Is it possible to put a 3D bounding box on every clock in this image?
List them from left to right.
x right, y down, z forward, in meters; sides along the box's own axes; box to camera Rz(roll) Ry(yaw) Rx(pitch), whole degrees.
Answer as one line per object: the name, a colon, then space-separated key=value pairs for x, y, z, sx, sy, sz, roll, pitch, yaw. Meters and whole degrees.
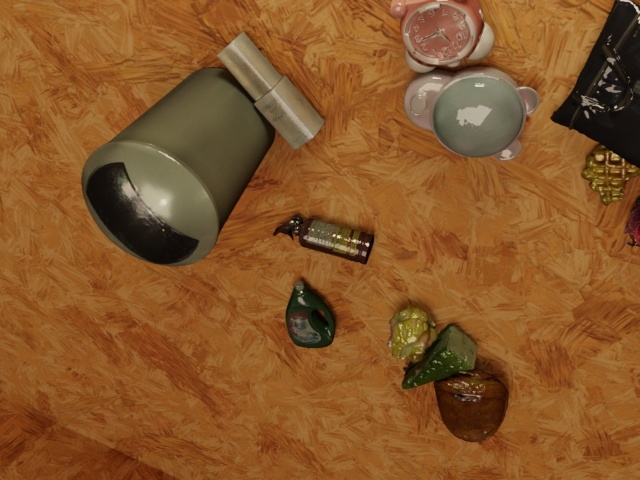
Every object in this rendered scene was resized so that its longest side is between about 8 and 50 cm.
clock: x=0.218 y=-0.386 z=1.186 sx=0.165 sy=0.093 sz=0.162 roll=-8 pitch=133 yaw=26

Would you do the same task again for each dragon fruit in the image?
dragon fruit: x=0.646 y=-0.033 z=1.289 sx=0.102 sy=0.096 sz=0.147 roll=31 pitch=90 yaw=-9

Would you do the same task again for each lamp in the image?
lamp: x=0.275 y=-0.243 z=1.261 sx=0.246 sy=0.108 sz=0.180 roll=18 pitch=128 yaw=8

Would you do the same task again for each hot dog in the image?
hot dog: x=0.397 y=0.432 z=1.760 sx=0.196 sy=0.122 sz=0.272 roll=3 pitch=142 yaw=21

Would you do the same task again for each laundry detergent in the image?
laundry detergent: x=-0.031 y=0.196 z=1.784 sx=0.137 sy=0.063 sz=0.211 roll=4 pitch=127 yaw=17

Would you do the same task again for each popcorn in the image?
popcorn: x=0.227 y=0.236 z=1.668 sx=0.126 sy=0.125 sz=0.145 roll=29 pitch=114 yaw=13

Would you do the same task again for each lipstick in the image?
lipstick: x=-0.104 y=-0.310 z=1.383 sx=0.079 sy=0.077 sz=0.253 roll=-30 pitch=112 yaw=38

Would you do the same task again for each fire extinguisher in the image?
fire extinguisher: x=-0.002 y=0.003 z=1.600 sx=0.252 sy=0.075 sz=0.106 roll=15 pitch=132 yaw=11

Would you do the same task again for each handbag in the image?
handbag: x=0.538 y=-0.259 z=1.137 sx=0.211 sy=0.088 sz=0.254 roll=34 pitch=136 yaw=19

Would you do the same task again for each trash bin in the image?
trash bin: x=-0.276 y=-0.151 z=1.347 sx=0.280 sy=0.432 sz=0.280 roll=11 pitch=131 yaw=13

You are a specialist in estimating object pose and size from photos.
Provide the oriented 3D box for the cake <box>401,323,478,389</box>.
cake: x=0.306 y=0.324 z=1.718 sx=0.099 sy=0.100 sz=0.235 roll=32 pitch=132 yaw=-4

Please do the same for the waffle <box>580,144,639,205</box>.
waffle: x=0.597 y=-0.139 z=1.250 sx=0.149 sy=0.051 sz=0.194 roll=43 pitch=130 yaw=-13
